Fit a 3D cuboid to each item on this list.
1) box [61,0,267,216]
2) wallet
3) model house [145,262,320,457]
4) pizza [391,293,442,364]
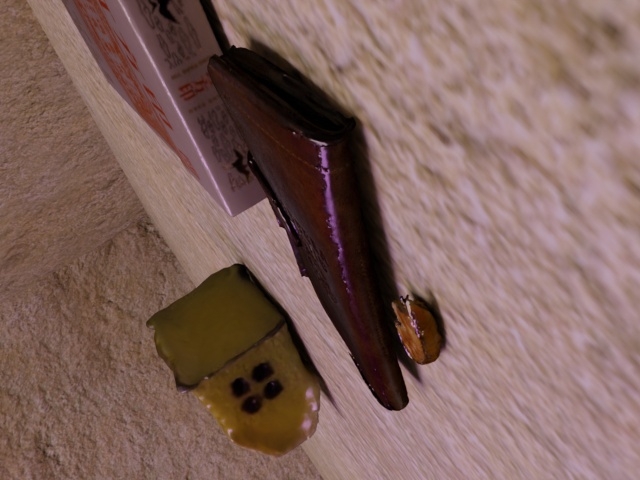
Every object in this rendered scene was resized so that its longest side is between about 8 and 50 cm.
[{"bbox_3d":[-0.160,-0.178,0.574,0.365,0.051,0.205,42,160,50],"label":"box"},{"bbox_3d":[0.000,0.000,0.446,0.137,0.031,0.255,47,163,41],"label":"wallet"},{"bbox_3d":[-0.113,0.192,1.006,0.193,0.174,0.234,39,155,53],"label":"model house"},{"bbox_3d":[0.055,0.051,0.398,0.037,0.016,0.083,49,169,28],"label":"pizza"}]
